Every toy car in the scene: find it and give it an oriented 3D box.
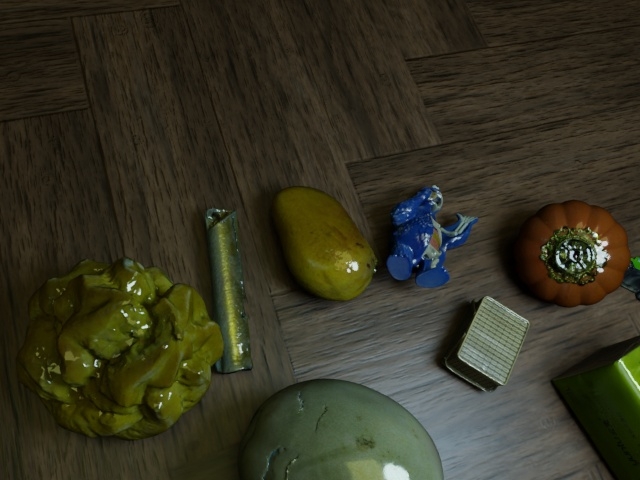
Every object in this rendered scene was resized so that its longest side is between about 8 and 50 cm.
[{"bbox_3d":[0.714,0.083,1.232,0.165,0.071,0.062,27,50,1],"label":"toy car"}]

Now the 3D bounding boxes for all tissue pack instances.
[{"bbox_3d":[0.617,0.333,1.034,0.167,0.200,0.274,-23,74,-21],"label":"tissue pack"}]

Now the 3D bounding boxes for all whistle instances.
[{"bbox_3d":[-0.176,0.088,1.052,0.068,0.057,0.326,3,67,-31],"label":"whistle"}]

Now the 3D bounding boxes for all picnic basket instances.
[{"bbox_3d":[0.326,0.203,1.095,0.115,0.079,0.164,32,65,3],"label":"picnic basket"}]

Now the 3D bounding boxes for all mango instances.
[{"bbox_3d":[0.000,0.000,1.090,0.167,0.130,0.262,-24,68,-14],"label":"mango"}]

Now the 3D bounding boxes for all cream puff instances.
[{"bbox_3d":[-0.328,0.156,0.892,0.324,0.257,0.291,43,63,8],"label":"cream puff"}]

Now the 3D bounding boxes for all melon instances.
[{"bbox_3d":[0.025,0.356,0.872,0.330,0.268,0.268,14,64,17],"label":"melon"}]

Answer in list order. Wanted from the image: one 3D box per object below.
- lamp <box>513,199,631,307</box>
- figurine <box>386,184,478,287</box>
[{"bbox_3d":[0.515,0.027,1.144,0.223,0.196,0.223,1,93,20],"label":"lamp"},{"bbox_3d":[0.209,-0.012,1.151,0.164,0.120,0.262,39,49,-1],"label":"figurine"}]
